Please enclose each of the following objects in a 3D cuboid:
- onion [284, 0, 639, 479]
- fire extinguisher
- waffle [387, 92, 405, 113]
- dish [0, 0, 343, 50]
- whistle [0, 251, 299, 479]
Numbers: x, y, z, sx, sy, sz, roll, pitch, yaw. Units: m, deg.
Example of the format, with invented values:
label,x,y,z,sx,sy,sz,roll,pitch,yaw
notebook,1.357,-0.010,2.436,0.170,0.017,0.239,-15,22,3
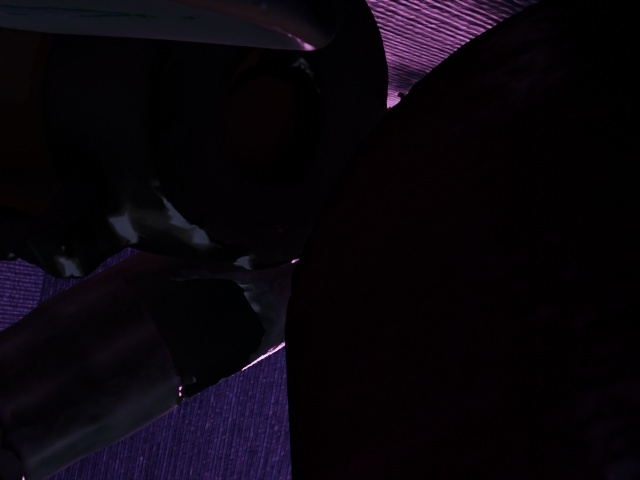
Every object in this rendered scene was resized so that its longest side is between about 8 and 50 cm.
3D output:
label,x,y,z,sx,sy,sz,roll,pitch,yaw
onion,0.186,0.060,0.455,0.385,0.348,0.348,-32,161,22
fire extinguisher,-0.165,-0.056,0.690,0.200,0.113,0.376,-26,-155,-37
waffle,0.136,-0.045,1.033,0.253,0.056,0.249,11,180,33
dish,-0.099,-0.086,0.329,0.234,0.064,0.154,12,179,-41
whistle,0.000,0.000,0.688,0.312,0.062,0.062,-29,-161,-25
